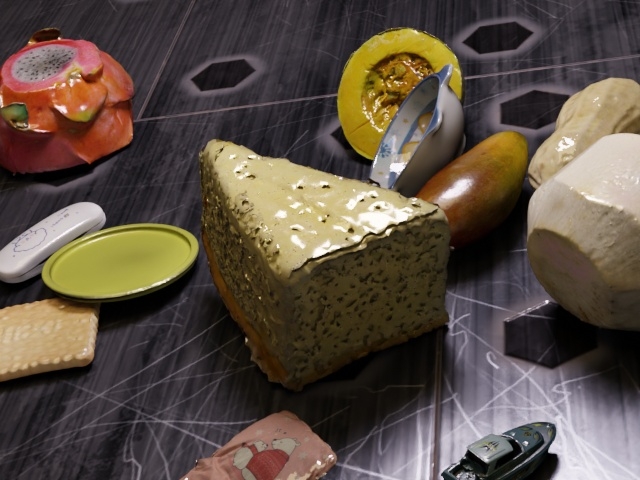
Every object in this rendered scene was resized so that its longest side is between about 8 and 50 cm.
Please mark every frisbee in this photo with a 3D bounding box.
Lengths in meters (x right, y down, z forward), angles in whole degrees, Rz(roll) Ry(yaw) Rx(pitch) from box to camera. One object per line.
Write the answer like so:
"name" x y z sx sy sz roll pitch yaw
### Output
"frisbee" -0.294 0.032 1.775 0.236 0.017 0.236 -7 26 3

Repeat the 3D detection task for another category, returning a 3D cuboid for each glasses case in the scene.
"glasses case" -0.421 0.002 1.865 0.076 0.049 0.197 22 48 41

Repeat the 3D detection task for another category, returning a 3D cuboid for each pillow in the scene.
"pillow" -0.106 0.289 1.341 0.248 0.049 0.135 -32 37 -17

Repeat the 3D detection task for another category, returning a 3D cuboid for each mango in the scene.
"mango" 0.209 -0.061 1.665 0.267 0.111 0.133 -42 4 -33

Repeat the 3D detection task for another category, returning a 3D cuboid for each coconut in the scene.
"coconut" 0.376 -0.011 1.454 0.241 0.241 0.241 -10 34 7

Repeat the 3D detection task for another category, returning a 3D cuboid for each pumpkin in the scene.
"pumpkin" 0.145 -0.228 1.915 0.217 0.217 0.110 12 6 33

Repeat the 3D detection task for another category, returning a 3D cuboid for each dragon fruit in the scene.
"dragon fruit" -0.474 -0.250 2.121 0.290 0.189 0.291 -10 34 7

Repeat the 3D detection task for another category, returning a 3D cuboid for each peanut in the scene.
"peanut" 0.382 -0.142 1.727 0.123 0.124 0.256 18 49 39

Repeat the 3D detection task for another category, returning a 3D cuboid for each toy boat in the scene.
"toy boat" 0.201 0.235 1.300 0.141 0.060 0.055 -27 34 -23

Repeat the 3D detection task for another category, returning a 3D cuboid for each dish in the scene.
"dish" 0.154 -0.127 1.760 0.086 0.236 0.228 26 47 -13

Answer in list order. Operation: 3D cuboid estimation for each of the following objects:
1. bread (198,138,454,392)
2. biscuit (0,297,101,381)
"bread" 0.000 0.000 1.543 0.279 0.248 0.315 -14 47 -9
"biscuit" -0.431 0.145 1.680 0.249 0.030 0.160 -13 34 3
